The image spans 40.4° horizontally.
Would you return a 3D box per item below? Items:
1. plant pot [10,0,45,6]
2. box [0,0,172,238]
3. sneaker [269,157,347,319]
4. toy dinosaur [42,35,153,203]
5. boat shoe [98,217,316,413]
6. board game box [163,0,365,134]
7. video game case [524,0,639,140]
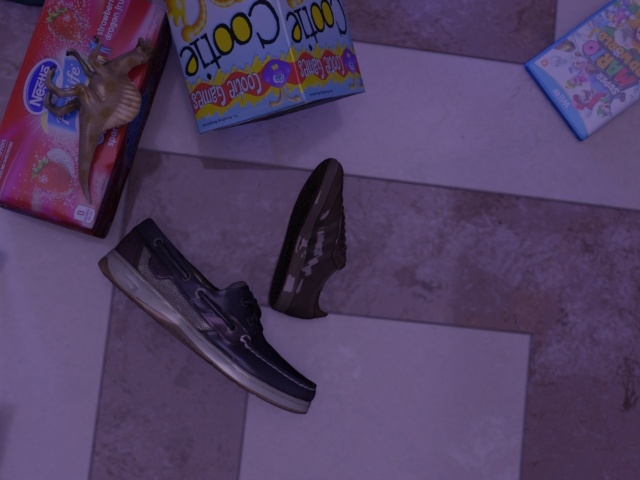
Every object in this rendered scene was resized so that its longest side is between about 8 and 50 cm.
[{"bbox_3d":[-0.306,-0.412,0.920,0.290,0.195,0.290,-1,94,-12],"label":"plant pot"},{"bbox_3d":[-0.263,-0.142,0.959,0.128,0.122,0.256,18,83,-5],"label":"box"},{"bbox_3d":[0.000,0.000,1.015,0.071,0.066,0.188,21,88,-21],"label":"sneaker"},{"bbox_3d":[-0.230,-0.138,0.874,0.093,0.053,0.183,23,82,-7],"label":"toy dinosaur"},{"bbox_3d":[-0.112,0.083,0.968,0.285,0.103,0.092,37,87,4],"label":"boat shoe"},{"bbox_3d":[-0.074,-0.271,0.935,0.142,0.144,0.275,-11,98,31],"label":"board game box"},{"bbox_3d":[0.355,-0.219,1.077,0.166,0.015,0.119,-36,90,2],"label":"video game case"}]
